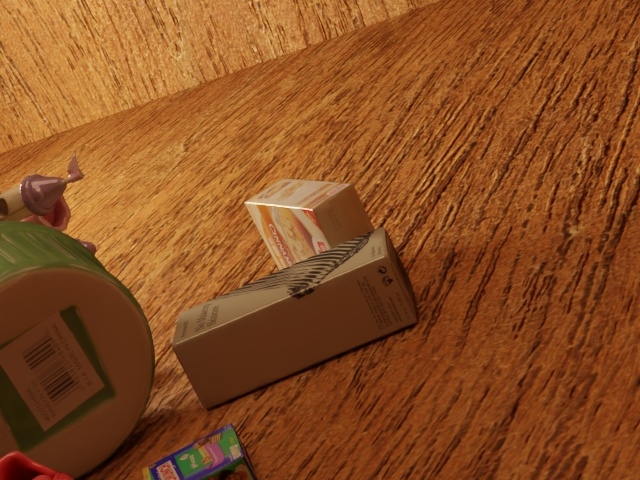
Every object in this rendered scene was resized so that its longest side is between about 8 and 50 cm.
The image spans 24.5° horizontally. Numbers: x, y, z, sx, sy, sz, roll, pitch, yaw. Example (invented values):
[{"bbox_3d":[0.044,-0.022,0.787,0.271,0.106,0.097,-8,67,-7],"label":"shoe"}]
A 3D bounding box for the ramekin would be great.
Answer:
[{"bbox_3d":[-0.339,0.139,1.693,0.303,0.303,0.148,-33,26,-22],"label":"ramekin"}]

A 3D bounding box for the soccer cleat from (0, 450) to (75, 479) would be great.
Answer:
[{"bbox_3d":[-0.243,0.287,1.412,0.108,0.116,0.318,-32,18,-21],"label":"soccer cleat"}]

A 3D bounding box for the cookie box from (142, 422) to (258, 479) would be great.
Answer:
[{"bbox_3d":[-0.125,0.242,1.506,0.107,0.040,0.092,-28,18,-4],"label":"cookie box"}]

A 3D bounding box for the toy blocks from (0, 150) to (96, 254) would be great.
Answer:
[{"bbox_3d":[-0.383,0.063,1.844,0.260,0.289,0.309,-18,-8,30],"label":"toy blocks"}]

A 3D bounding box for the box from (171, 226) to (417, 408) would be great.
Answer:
[{"bbox_3d":[-0.030,0.090,1.724,0.275,0.094,0.113,-23,17,7],"label":"box"}]

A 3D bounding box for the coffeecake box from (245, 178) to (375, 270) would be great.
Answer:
[{"bbox_3d":[0.000,0.000,1.861,0.068,0.142,0.185,-34,19,-23],"label":"coffeecake box"}]
